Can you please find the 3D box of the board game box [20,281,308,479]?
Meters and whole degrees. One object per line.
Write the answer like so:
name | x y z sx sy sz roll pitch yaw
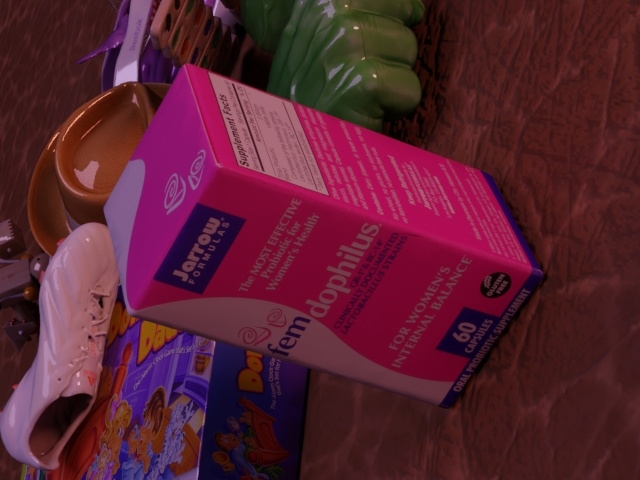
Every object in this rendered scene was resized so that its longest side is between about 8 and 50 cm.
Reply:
board game box | -0.128 0.135 1.322 0.347 0.078 0.233 -31 47 53

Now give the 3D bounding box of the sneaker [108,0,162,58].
sneaker | -0.166 -0.223 1.685 0.042 0.067 0.118 -35 73 47

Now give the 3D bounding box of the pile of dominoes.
pile of dominoes | -0.064 -0.217 1.366 0.251 0.040 0.196 41 -116 -78

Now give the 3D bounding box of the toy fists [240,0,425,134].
toy fists | 0.010 -0.169 1.233 0.279 0.096 0.142 -99 22 -44

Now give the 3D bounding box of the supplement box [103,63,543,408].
supplement box | 0.000 0.000 0.996 0.111 0.220 0.114 -58 29 26

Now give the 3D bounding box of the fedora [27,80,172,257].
fedora | -0.163 -0.066 1.412 0.079 0.194 0.194 72 -164 -57

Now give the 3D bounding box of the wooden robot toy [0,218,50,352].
wooden robot toy | -0.288 0.039 1.740 0.079 0.076 0.173 -27 38 6

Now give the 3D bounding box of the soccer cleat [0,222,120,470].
soccer cleat | -0.191 0.084 1.324 0.076 0.068 0.196 28 100 49

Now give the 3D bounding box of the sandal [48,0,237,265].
sandal | -0.173 -0.132 1.555 0.416 0.102 0.169 -67 26 8
